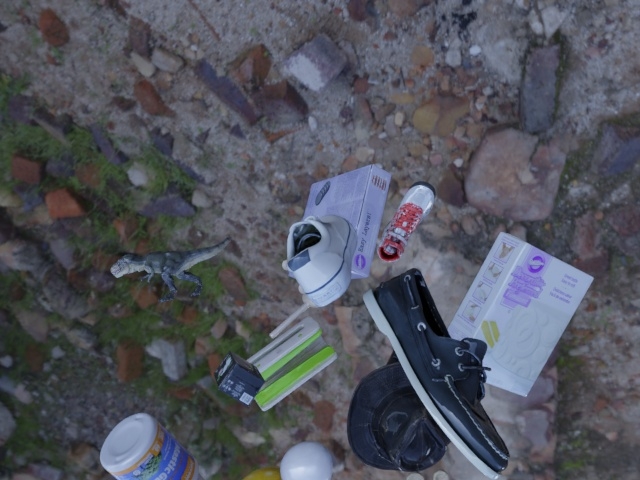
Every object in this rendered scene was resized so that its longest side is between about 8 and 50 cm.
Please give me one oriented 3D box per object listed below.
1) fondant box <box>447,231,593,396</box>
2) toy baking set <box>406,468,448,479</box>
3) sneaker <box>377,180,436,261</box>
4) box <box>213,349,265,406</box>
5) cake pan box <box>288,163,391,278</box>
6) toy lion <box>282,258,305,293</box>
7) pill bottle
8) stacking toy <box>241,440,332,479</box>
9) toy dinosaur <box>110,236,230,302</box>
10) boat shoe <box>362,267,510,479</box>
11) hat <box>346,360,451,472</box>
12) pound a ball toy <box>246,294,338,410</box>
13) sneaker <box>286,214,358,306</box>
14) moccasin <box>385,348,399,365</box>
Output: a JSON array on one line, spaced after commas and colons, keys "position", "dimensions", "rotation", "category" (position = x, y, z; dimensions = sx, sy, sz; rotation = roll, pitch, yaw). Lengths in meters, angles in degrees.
[{"position": [0.452, 0.177, 1.368], "dimensions": [0.238, 0.096, 0.330], "rotation": [23, 97, -26], "category": "fondant box"}, {"position": [0.224, 0.556, 1.130], "dimensions": [0.256, 0.030, 0.197], "rotation": [39, 99, -4], "category": "toy baking set"}, {"position": [0.250, -0.043, 1.716], "dimensions": [0.090, 0.145, 0.270], "rotation": [27, 141, -2], "category": "sneaker"}, {"position": [-0.138, 0.232, 0.987], "dimensions": [0.062, 0.083, 0.052], "rotation": [36, 85, -17], "category": "box"}, {"position": [0.039, -0.028, 1.364], "dimensions": [0.070, 0.266, 0.246], "rotation": [24, 159, -28], "category": "cake pan box"}, {"position": [-0.026, 0.050, 1.245], "dimensions": [0.096, 0.034, 0.100], "rotation": [-34, 91, 27], "category": "toy lion"}, {"position": [-0.395, 0.561, 1.434], "dimensions": [0.152, 0.152, 0.272], "rotation": [-16, 125, 23], "category": "pill bottle"}, {"position": [-0.128, 0.650, 1.376], "dimensions": [0.351, 0.350, 0.480], "rotation": [27, 106, -13], "category": "stacking toy"}, {"position": [-0.315, 0.069, 1.286], "dimensions": [0.268, 0.118, 0.064], "rotation": [-11, 173, -23], "category": "toy dinosaur"}, {"position": [0.183, 0.168, 0.844], "dimensions": [0.113, 0.340, 0.127], "rotation": [-40, 131, 9], "category": "boat shoe"}, {"position": [0.219, 0.455, 1.405], "dimensions": [0.331, 0.134, 0.331], "rotation": [-3, 110, -9], "category": "hat"}, {"position": [-0.104, 0.306, 1.706], "dimensions": [0.319, 0.136, 0.208], "rotation": [-35, 113, -13], "category": "pound a ball toy"}, {"position": [0.000, 0.000, 0.889], "dimensions": [0.094, 0.258, 0.091], "rotation": [-32, 107, 10], "category": "sneaker"}, {"position": [0.320, 0.409, 1.983], "dimensions": [0.139, 0.380, 0.147], "rotation": [7, 133, 29], "category": "moccasin"}]
